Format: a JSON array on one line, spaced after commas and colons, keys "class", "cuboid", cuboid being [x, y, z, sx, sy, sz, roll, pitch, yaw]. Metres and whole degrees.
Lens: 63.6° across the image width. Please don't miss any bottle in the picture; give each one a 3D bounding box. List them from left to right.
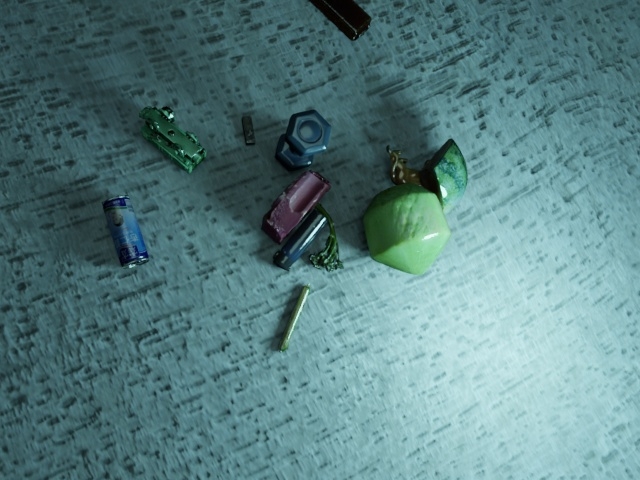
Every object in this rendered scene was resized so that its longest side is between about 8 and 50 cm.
[{"class": "bottle", "cuboid": [-0.074, -0.001, 1.852, 0.082, 0.072, 0.244, 38, 84, -4]}]

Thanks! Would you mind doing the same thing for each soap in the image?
[{"class": "soap", "cuboid": [-0.082, -0.136, 1.840, 0.112, 0.182, 0.289, 41, 69, 0]}]

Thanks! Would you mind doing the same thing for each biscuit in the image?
[{"class": "biscuit", "cuboid": [0.039, -0.981, 2.097, 0.388, 0.073, 0.107, 44, 75, -1]}]

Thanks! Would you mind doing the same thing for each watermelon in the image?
[{"class": "watermelon", "cuboid": [0.463, -0.227, 1.909, 0.256, 0.176, 0.260, -29, 93, -49]}]

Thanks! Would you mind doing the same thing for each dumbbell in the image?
[{"class": "dumbbell", "cuboid": [-0.067, -0.343, 1.814, 0.156, 0.316, 0.143, 45, 78, -6]}]

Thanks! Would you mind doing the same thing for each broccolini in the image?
[{"class": "broccolini", "cuboid": [-0.001, -0.008, 1.902, 0.123, 0.062, 0.271, -8, 73, -18]}]

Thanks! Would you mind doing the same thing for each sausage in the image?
[{"class": "sausage", "cuboid": [-0.092, 0.274, 1.826, 0.032, 0.033, 0.269, 24, 74, -6]}]

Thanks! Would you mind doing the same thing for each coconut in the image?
[{"class": "coconut", "cuboid": [0.305, -0.031, 1.842, 0.328, 0.281, 0.328, -3, 79, 17]}]

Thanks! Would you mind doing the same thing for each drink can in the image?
[{"class": "drink can", "cuboid": [-0.658, -0.029, 1.744, 0.097, 0.097, 0.235, -18, 83, -14]}]

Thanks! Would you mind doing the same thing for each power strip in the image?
[{"class": "power strip", "cuboid": [-0.270, -0.412, 1.936, 0.038, 0.029, 0.111, -9, 80, -13]}]

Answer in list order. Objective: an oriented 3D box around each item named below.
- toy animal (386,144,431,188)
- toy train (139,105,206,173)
[{"class": "toy animal", "cuboid": [0.373, -0.241, 1.997, 0.312, 0.097, 0.158, 16, 75, -11]}, {"class": "toy train", "cuboid": [-0.513, -0.362, 1.812, 0.269, 0.154, 0.115, 39, 75, -1]}]
